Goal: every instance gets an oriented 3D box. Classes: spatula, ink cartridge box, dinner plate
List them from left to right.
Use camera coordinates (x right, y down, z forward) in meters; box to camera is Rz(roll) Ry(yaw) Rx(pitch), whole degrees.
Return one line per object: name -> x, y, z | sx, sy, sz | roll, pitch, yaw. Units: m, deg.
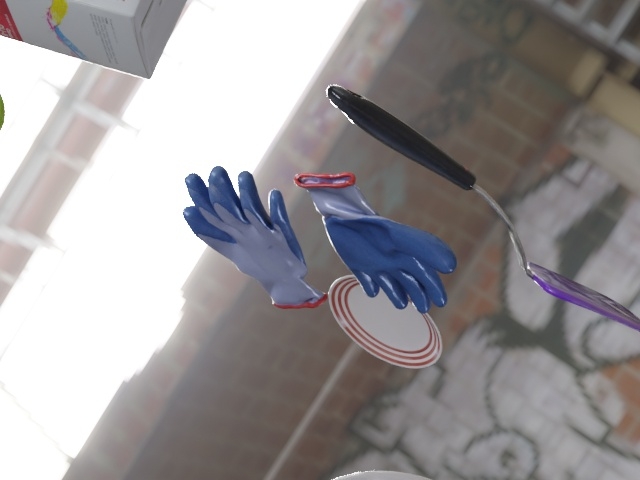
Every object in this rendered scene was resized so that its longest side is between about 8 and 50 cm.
ink cartridge box -> -0.224, -0.254, 1.750 | 0.176, 0.128, 0.127 | 18, 158, 11
dinner plate -> 0.073, 0.085, 1.998 | 0.141, 0.017, 0.141 | 26, 146, 19
spatula -> 0.120, -0.021, 1.328 | 0.296, 0.030, 0.084 | 40, -173, -13

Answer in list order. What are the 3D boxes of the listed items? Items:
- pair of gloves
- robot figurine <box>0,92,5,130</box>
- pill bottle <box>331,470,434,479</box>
pair of gloves -> 0.000, 0.000, 1.312 | 0.198, 0.023, 0.159 | -2, 142, 34
robot figurine -> -0.301, -0.114, 1.497 | 0.115, 0.067, 0.101 | 38, 163, 42
pill bottle -> 0.019, 0.203, 0.832 | 0.108, 0.193, 0.108 | 5, -135, -5
